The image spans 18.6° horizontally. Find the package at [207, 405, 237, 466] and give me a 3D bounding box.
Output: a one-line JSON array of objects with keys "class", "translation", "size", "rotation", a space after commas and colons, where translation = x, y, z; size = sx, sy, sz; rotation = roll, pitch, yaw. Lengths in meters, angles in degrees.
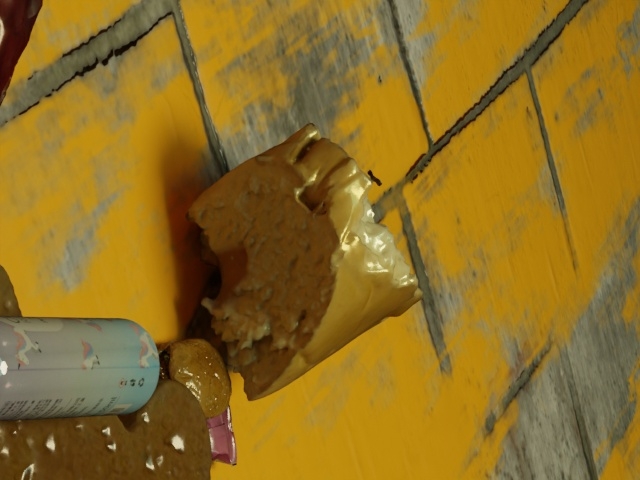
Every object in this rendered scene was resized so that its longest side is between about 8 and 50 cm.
[{"class": "package", "translation": [-0.105, 0.177, 1.727], "size": [0.083, 0.029, 0.059], "rotation": [-10, 90, -53]}]

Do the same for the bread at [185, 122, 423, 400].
[{"class": "bread", "translation": [0.009, -0.006, 1.753], "size": [0.183, 0.211, 0.224], "rotation": [53, 35, 10]}]

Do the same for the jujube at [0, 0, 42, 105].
[{"class": "jujube", "translation": [-0.290, -0.101, 1.269], "size": [0.216, 0.216, 0.342], "rotation": [17, 80, -60]}]

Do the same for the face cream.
[{"class": "face cream", "translation": [-0.207, 0.090, 1.373], "size": [0.229, 0.075, 0.075], "rotation": [5, 80, -60]}]

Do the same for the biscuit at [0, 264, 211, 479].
[{"class": "biscuit", "translation": [-0.221, 0.232, 1.458], "size": [0.394, 0.076, 0.368], "rotation": [41, 50, -48]}]

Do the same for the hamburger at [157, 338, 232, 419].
[{"class": "hamburger", "translation": [-0.112, 0.121, 1.701], "size": [0.083, 0.044, 0.076], "rotation": [-18, 89, -66]}]
